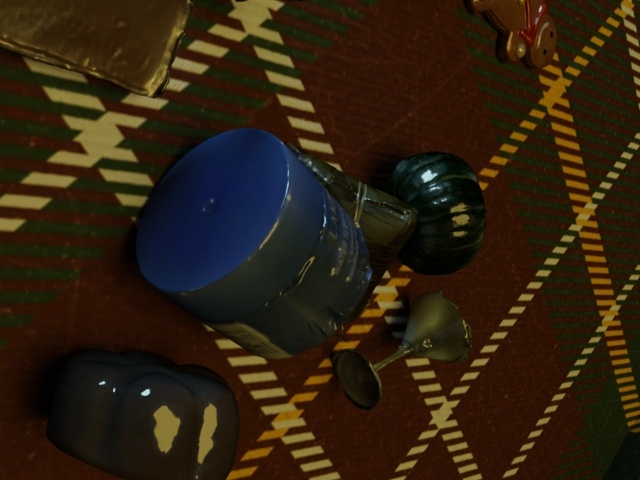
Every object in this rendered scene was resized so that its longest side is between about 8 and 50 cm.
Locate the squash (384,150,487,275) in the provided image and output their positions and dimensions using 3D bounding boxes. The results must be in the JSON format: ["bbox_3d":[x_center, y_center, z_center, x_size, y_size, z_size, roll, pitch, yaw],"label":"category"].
[{"bbox_3d":[0.193,-0.047,1.375,0.218,0.172,0.218,0,90,-90],"label":"squash"}]

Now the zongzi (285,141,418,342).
[{"bbox_3d":[0.000,0.000,1.283,0.247,0.241,0.111,-61,179,19],"label":"zongzi"}]

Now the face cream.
[{"bbox_3d":[-0.084,0.010,1.077,0.225,0.249,0.249,44,69,-46],"label":"face cream"}]

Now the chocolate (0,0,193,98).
[{"bbox_3d":[-0.278,-0.277,0.923,0.261,0.083,0.161,17,105,-46],"label":"chocolate"}]

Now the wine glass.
[{"bbox_3d":[0.144,0.201,1.439,0.232,0.156,0.156,-24,117,-35],"label":"wine glass"}]

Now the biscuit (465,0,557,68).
[{"bbox_3d":[0.404,-0.460,1.601,0.324,0.049,0.205,41,70,-45],"label":"biscuit"}]

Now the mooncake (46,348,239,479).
[{"bbox_3d":[-0.218,0.221,1.010,0.245,0.245,0.133,12,90,-47],"label":"mooncake"}]
